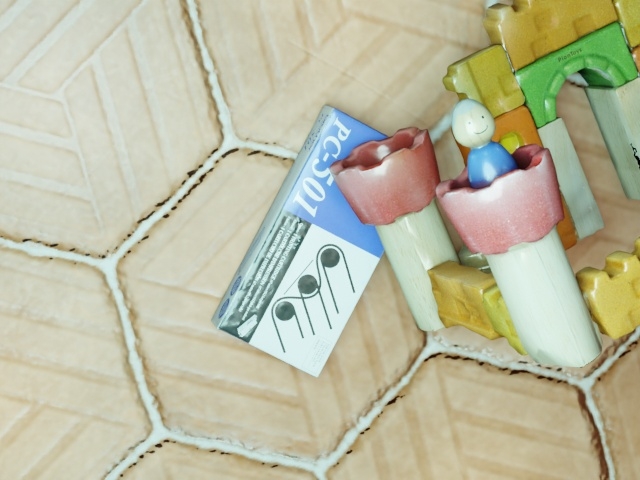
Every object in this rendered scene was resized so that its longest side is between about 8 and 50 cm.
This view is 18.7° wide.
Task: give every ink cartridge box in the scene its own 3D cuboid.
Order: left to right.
[{"bbox_3d":[0.000,0.000,1.623,0.097,0.046,0.207,27,92,-14],"label":"ink cartridge box"}]

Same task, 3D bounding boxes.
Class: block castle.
[{"bbox_3d":[0.256,-0.103,1.508,0.453,0.303,0.213,-28,105,-16],"label":"block castle"}]
